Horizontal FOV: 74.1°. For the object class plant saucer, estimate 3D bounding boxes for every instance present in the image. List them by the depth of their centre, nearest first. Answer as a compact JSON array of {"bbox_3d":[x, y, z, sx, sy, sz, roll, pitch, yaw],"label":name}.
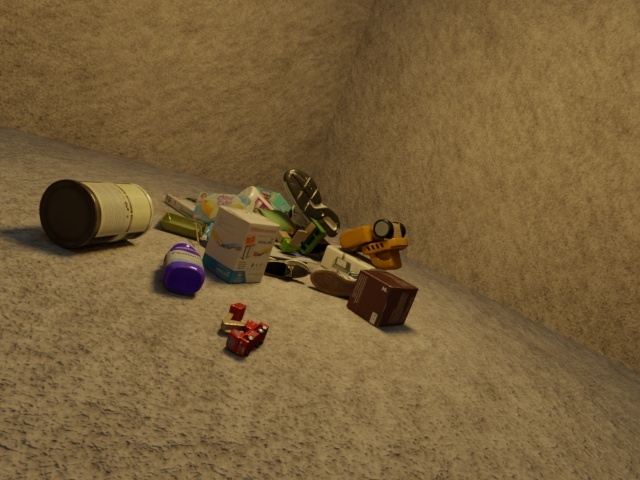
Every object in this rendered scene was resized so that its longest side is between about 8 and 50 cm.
[{"bbox_3d":[-0.600,-0.061,1.859,0.188,0.045,0.188,18,10,-15],"label":"plant saucer"}]

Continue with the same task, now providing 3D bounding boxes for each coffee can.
[{"bbox_3d":[-0.704,-0.090,1.363,0.201,0.202,0.275,22,10,10],"label":"coffee can"}]

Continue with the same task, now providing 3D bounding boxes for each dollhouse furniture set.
[{"bbox_3d":[-0.150,-0.093,2.004,0.197,0.151,0.301,12,33,-51],"label":"dollhouse furniture set"}]

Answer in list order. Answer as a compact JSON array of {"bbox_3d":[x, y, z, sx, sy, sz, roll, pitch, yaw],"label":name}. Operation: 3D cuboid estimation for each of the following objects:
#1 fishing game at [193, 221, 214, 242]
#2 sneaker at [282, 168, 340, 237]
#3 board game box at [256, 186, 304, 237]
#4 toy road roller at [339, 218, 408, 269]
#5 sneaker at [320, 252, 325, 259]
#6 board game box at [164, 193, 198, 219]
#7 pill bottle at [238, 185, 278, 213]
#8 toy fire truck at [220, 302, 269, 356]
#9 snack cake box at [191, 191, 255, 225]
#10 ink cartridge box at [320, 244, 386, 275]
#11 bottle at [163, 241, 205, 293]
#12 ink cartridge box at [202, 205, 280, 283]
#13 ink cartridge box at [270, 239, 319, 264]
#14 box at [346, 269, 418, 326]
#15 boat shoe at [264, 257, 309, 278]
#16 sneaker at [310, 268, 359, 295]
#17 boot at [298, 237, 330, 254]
[{"bbox_3d":[-0.402,-0.014,1.811,0.264,0.041,0.189,1,38,-29],"label":"fishing game"},{"bbox_3d":[-0.112,-0.172,2.169,0.257,0.169,0.447,1,-39,41],"label":"sneaker"},{"bbox_3d":[-0.229,-0.146,2.427,0.253,0.079,0.336,22,-23,50],"label":"board game box"},{"bbox_3d":[0.275,0.041,2.119,0.329,0.241,0.202,-15,-12,32],"label":"toy road roller"},{"bbox_3d":[0.052,0.071,2.366,0.094,0.090,0.235,34,10,-18],"label":"sneaker"},{"bbox_3d":[-0.660,-0.163,2.245,0.305,0.053,0.193,29,13,37],"label":"board game box"},{"bbox_3d":[-0.304,-0.123,2.201,0.301,0.169,0.169,47,-2,-27],"label":"pill bottle"},{"bbox_3d":[-0.211,0.229,1.111,0.135,0.047,0.192,23,11,13],"label":"toy fire truck"},{"bbox_3d":[-0.458,-0.136,2.000,0.264,0.152,0.089,6,-16,18],"label":"snack cake box"},{"bbox_3d":[0.168,0.132,2.164,0.272,0.115,0.198,28,13,33],"label":"ink cartridge box"},{"bbox_3d":[-0.434,0.075,1.342,0.118,0.092,0.283,15,12,-23],"label":"bottle"},{"bbox_3d":[-0.289,0.015,1.541,0.168,0.233,0.171,27,12,32],"label":"ink cartridge box"},{"bbox_3d":[-0.213,0.056,1.964,0.303,0.072,0.307,13,15,-42],"label":"ink cartridge box"},{"bbox_3d":[0.247,0.226,1.681,0.203,0.169,0.167,10,15,-48],"label":"box"},{"bbox_3d":[-0.151,0.119,1.727,0.227,0.081,0.069,10,15,-15],"label":"boat shoe"},{"bbox_3d":[0.080,0.175,1.825,0.282,0.099,0.153,15,6,-13],"label":"sneaker"},{"bbox_3d":[-0.001,-0.001,2.331,0.295,0.104,0.211,-26,28,-29],"label":"boot"}]
